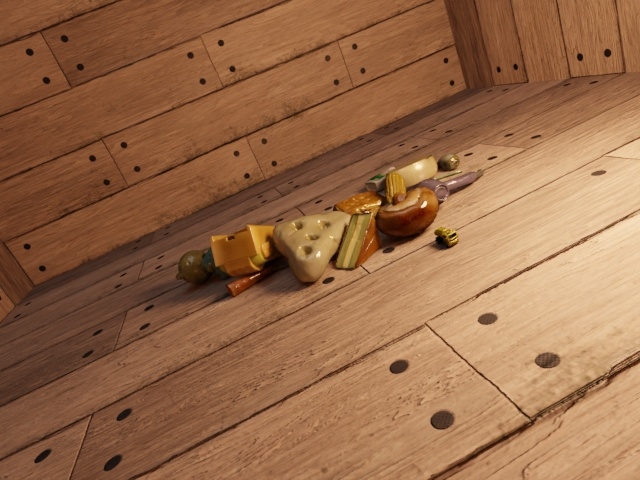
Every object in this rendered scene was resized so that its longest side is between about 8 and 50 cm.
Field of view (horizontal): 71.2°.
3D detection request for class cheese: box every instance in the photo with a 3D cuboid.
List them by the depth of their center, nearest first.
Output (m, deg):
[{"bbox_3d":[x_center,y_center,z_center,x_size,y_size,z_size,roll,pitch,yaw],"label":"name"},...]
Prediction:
[{"bbox_3d":[0.009,0.004,1.764,0.329,0.129,0.351,-21,35,-15],"label":"cheese"}]

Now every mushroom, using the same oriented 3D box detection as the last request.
[{"bbox_3d":[0.331,-0.104,1.699,0.253,0.153,0.253,-29,18,11],"label":"mushroom"}]

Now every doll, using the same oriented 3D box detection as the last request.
[{"bbox_3d":[-0.533,0.110,2.077,0.261,0.161,0.177,-17,23,11],"label":"doll"}]

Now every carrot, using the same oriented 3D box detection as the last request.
[{"bbox_3d":[-0.284,0.160,1.846,0.210,0.061,0.061,-28,21,-24],"label":"carrot"}]

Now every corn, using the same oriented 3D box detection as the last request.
[{"bbox_3d":[0.323,-0.195,1.921,0.097,0.097,0.261,-14,48,23],"label":"corn"}]

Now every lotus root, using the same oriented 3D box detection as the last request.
[{"bbox_3d":[0.627,-0.387,2.205,0.088,0.088,0.165,-28,11,-13],"label":"lotus root"}]

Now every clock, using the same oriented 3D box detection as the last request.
[{"bbox_3d":[-0.288,0.030,1.933,0.244,0.200,0.317,-13,3,24],"label":"clock"}]

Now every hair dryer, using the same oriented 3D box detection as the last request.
[{"bbox_3d":[0.545,-0.237,1.928,0.362,0.121,0.301,-18,10,-14],"label":"hair dryer"}]

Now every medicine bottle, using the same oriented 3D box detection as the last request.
[{"bbox_3d":[0.331,-0.324,2.373,0.183,0.069,0.119,-33,20,-29],"label":"medicine bottle"}]

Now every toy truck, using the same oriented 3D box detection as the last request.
[{"bbox_3d":[0.427,-0.013,1.512,0.049,0.054,0.083,-28,22,-14],"label":"toy truck"}]

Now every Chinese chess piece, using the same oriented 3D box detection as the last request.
[{"bbox_3d":[0.444,-0.329,2.172,0.251,0.097,0.251,-23,10,4],"label":"Chinese chess piece"}]

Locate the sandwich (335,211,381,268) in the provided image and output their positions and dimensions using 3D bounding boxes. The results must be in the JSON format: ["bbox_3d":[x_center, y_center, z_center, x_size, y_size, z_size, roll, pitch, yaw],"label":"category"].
[{"bbox_3d":[0.124,0.001,1.676,0.117,0.144,0.187,-3,28,49],"label":"sandwich"}]

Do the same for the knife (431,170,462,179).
[{"bbox_3d":[0.524,-0.279,2.073,0.043,0.019,0.293,-7,-5,-42],"label":"knife"}]

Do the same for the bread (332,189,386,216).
[{"bbox_3d":[0.187,-0.141,2.036,0.235,0.099,0.210,-21,22,-10],"label":"bread"}]
